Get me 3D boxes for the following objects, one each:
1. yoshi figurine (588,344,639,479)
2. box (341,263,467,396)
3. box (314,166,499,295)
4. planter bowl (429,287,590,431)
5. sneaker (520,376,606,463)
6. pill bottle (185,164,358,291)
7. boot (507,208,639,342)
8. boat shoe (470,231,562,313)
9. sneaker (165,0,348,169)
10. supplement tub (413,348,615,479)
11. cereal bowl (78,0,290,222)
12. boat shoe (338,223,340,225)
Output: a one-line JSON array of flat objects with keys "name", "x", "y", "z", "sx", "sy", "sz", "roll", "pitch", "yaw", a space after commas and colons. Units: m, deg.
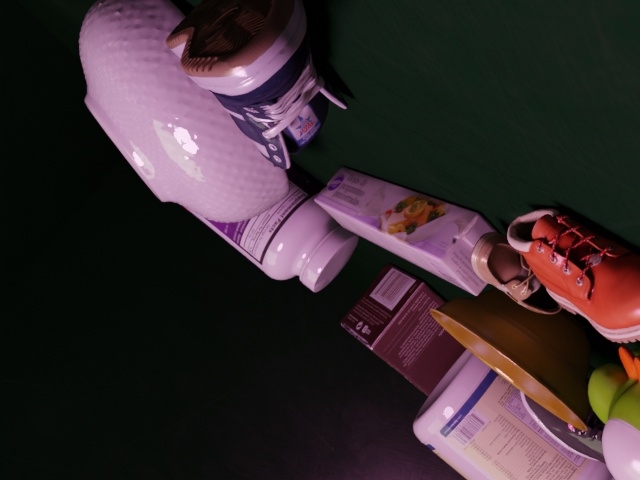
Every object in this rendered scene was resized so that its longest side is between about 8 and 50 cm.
[{"name": "yoshi figurine", "x": 0.324, "y": 0.231, "z": 0.569, "sx": 0.204, "sy": 0.203, "sz": 0.362, "roll": 7, "pitch": -155, "yaw": -6}, {"name": "box", "x": 0.186, "y": 0.184, "z": 1.509, "sx": 0.203, "sy": 0.167, "sz": 0.168, "roll": 41, "pitch": 176, "yaw": -22}, {"name": "box", "x": 0.092, "y": -0.022, "z": 0.860, "sx": 0.067, "sy": 0.063, "sz": 0.324, "roll": 43, "pitch": 175, "yaw": -25}, {"name": "planter bowl", "x": 0.237, "y": 0.113, "z": 0.848, "sx": 0.217, "sy": 0.090, "sz": 0.217, "roll": 38, "pitch": 176, "yaw": 3}, {"name": "sneaker", "x": 0.373, "y": 0.230, "z": 0.893, "sx": 0.296, "sy": 0.104, "sz": 0.147, "roll": 30, "pitch": 170, "yaw": 31}, {"name": "pill bottle", "x": -0.095, "y": -0.055, "z": 1.317, "sx": 0.323, "sy": 0.181, "sz": 0.181, "roll": 38, "pitch": 176, "yaw": 14}, {"name": "boot", "x": 0.189, "y": 0.019, "z": 0.526, "sx": 0.084, "sy": 0.059, "sz": 0.158, "roll": 45, "pitch": 175, "yaw": -15}, {"name": "boat shoe", "x": 0.193, "y": 0.033, "z": 0.710, "sx": 0.135, "sy": 0.050, "sz": 0.045, "roll": 30, "pitch": 180, "yaw": -42}, {"name": "sneaker", "x": -0.034, "y": -0.124, "z": 0.596, "sx": 0.153, "sy": 0.099, "sz": 0.282, "roll": 46, "pitch": 180, "yaw": -25}, {"name": "supplement tub", "x": 0.344, "y": 0.330, "z": 1.239, "sx": 0.325, "sy": 0.235, "sz": 0.235, "roll": 39, "pitch": 176, "yaw": 9}, {"name": "cereal bowl", "x": -0.195, "y": -0.153, "z": 0.951, "sx": 0.339, "sy": 0.141, "sz": 0.339, "roll": 50, "pitch": 171, "yaw": 11}, {"name": "boat shoe", "x": 0.000, "y": 0.000, "z": 1.550, "sx": 0.099, "sy": 0.116, "sz": 0.319, "roll": 43, "pitch": 171, "yaw": 5}]
